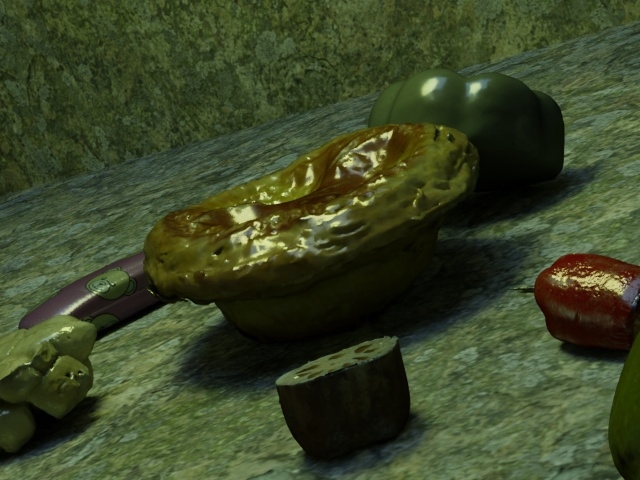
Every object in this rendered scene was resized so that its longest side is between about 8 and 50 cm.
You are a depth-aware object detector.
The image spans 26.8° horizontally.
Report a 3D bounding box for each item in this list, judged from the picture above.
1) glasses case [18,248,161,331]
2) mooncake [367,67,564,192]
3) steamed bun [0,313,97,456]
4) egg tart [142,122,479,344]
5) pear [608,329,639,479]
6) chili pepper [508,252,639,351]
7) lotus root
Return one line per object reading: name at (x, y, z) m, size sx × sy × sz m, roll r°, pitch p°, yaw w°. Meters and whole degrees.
glasses case at (-0.298, 0.074, 1.980) m, size 0.316 × 0.076 × 0.123 m, roll -28°, pitch 16°, yaw -33°
mooncake at (0.201, -0.152, 1.865) m, size 0.275 × 0.135 × 0.275 m, roll 5°, pitch -11°, yaw 1°
steamed bun at (-0.337, 0.171, 1.579) m, size 0.192 × 0.106 × 0.177 m, roll -29°, pitch 17°, yaw -2°
egg tart at (0.000, 0.000, 1.629) m, size 0.443 × 0.178 × 0.443 m, roll -18°, pitch 15°, yaw 5°
pear at (0.307, 0.078, 0.712) m, size 0.321 × 0.269 × 0.269 m, roll -32°, pitch 12°, yaw 4°
chili pepper at (0.245, 0.054, 1.256) m, size 0.086 × 0.084 × 0.192 m, roll -8°, pitch 9°, yaw -34°
lotus root at (0.024, 0.139, 1.225) m, size 0.122 × 0.081 × 0.112 m, roll -20°, pitch 11°, yaw -2°
